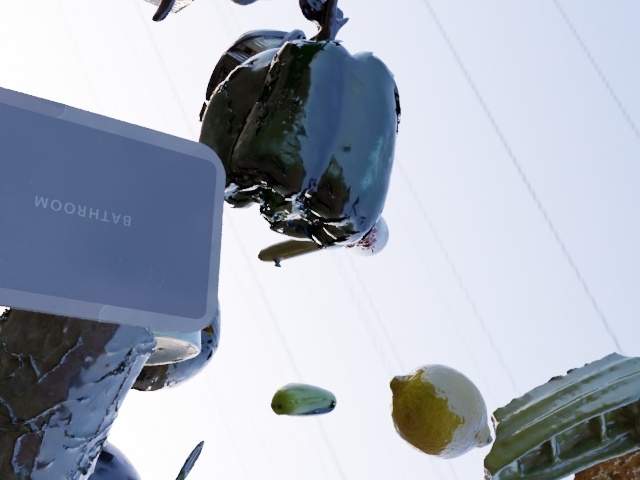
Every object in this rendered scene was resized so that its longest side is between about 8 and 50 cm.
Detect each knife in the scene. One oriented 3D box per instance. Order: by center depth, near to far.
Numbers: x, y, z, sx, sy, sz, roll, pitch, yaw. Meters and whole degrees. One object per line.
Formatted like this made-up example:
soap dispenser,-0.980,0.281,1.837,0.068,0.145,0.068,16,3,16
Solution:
knife,-0.274,0.466,1.733,0.022,0.184,0.026,31,-2,7

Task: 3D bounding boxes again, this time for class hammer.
hammer,0.000,0.000,2.023,0.202,0.305,0.113,47,29,-71

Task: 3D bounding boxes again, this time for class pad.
pad,-0.195,-0.024,0.726,0.002,0.266,0.176,-17,-114,51

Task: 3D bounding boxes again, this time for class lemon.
lemon,0.239,0.347,1.801,0.187,0.244,0.187,-56,-168,18

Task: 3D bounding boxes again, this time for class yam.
yam,-0.332,0.168,1.123,0.202,0.271,0.201,36,-1,28

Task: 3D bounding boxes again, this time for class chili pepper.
chili pepper,-0.013,-0.129,1.176,0.233,0.249,0.256,-4,-116,50

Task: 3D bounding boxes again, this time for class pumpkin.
pumpkin,-0.343,0.143,1.727,0.192,0.320,0.320,-49,-122,43

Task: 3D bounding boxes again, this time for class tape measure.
tape measure,-0.133,-0.373,2.033,0.133,0.271,0.231,39,-55,35

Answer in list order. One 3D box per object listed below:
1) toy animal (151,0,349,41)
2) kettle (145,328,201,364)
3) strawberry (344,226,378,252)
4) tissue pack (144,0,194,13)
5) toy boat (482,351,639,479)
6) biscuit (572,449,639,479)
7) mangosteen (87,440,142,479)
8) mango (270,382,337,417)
toy animal,-0.062,-0.340,1.117,0.090,0.324,0.195,10,-84,39
kettle,-0.301,0.012,1.364,0.205,0.265,0.318,-17,-117,38
strawberry,0.040,-0.068,1.657,0.228,0.098,0.174,74,-3,-62
tissue pack,-0.227,-0.426,1.300,0.099,0.106,0.148,1,-105,60
toy boat,0.305,0.207,1.028,0.084,0.276,0.111,-117,-172,-48
biscuit,0.554,0.418,1.495,0.035,0.254,0.254,-68,161,-63
mangosteen,-0.465,0.504,1.558,0.347,0.307,0.307,-83,-174,-46
mango,-0.034,0.345,1.945,0.091,0.165,0.074,1,-91,53
